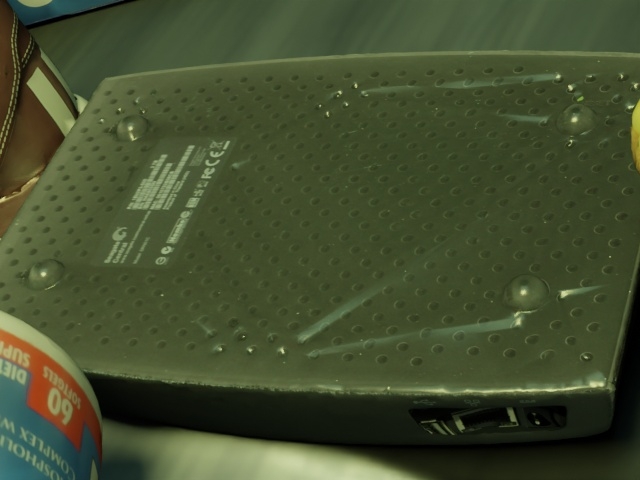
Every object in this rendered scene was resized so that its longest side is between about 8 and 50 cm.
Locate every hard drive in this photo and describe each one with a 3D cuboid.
[{"bbox_3d":[0.000,0.000,0.511,0.254,0.054,0.172,1,47,26],"label":"hard drive"}]

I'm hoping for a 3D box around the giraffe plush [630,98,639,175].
[{"bbox_3d":[0.204,-0.057,0.415,0.181,0.210,0.170,1,18,30],"label":"giraffe plush"}]

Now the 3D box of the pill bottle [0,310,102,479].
[{"bbox_3d":[-0.131,0.130,0.381,0.124,0.124,0.221,-14,43,10],"label":"pill bottle"}]

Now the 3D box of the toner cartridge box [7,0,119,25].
[{"bbox_3d":[-0.208,-0.189,0.790,0.347,0.075,0.165,-13,41,12],"label":"toner cartridge box"}]

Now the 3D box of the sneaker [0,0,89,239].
[{"bbox_3d":[-0.244,-0.037,0.579,0.281,0.162,0.106,-27,41,-4],"label":"sneaker"}]
